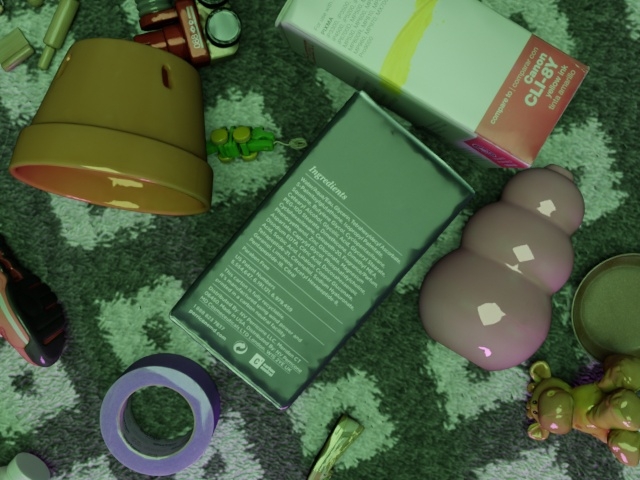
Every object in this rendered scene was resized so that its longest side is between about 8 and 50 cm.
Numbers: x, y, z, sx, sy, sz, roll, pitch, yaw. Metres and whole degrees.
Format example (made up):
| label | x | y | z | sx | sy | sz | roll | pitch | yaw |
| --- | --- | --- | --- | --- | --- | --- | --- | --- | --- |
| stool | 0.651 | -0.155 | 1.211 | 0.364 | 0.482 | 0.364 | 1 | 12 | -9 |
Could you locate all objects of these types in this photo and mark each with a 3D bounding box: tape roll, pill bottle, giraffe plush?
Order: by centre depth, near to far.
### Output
| label | x | y | z | sx | sy | sz | roll | pitch | yaw |
| --- | --- | --- | --- | --- | --- | --- | --- | --- | --- |
| giraffe plush | 0.422 | 0.268 | 1.226 | 0.170 | 0.210 | 0.181 | 4 | 69 | 16 |
| tape roll | -0.267 | 0.291 | 1.269 | 0.189 | 0.080 | 0.189 | 0 | 98 | 1 |
| pill bottle | -0.542 | 0.447 | 1.284 | 0.094 | 0.094 | 0.169 | 41 | 96 | -4 |

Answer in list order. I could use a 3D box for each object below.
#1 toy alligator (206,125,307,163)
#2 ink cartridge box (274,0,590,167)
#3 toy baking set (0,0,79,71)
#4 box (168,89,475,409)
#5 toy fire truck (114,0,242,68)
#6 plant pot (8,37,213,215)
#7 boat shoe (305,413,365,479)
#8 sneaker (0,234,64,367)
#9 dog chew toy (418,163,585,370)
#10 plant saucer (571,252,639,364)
| label | x | y | z | sx | sy | sz | roll | pitch | yaw |
| --- | --- | --- | --- | --- | --- | --- | --- | --- | --- |
| toy alligator | -0.113 | -0.165 | 1.220 | 0.189 | 0.056 | 0.051 | -4 | 54 | 10 |
| ink cartridge box | 0.146 | -0.266 | 1.093 | 0.384 | 0.279 | 0.160 | 30 | 96 | -3 |
| toy baking set | -0.480 | -0.403 | 1.207 | 0.196 | 0.030 | 0.256 | 30 | 97 | -3 |
| box | 0.000 | 0.000 | 1.122 | 0.212 | 0.293 | 0.395 | 40 | 96 | -5 |
| toy fire truck | -0.263 | -0.362 | 1.167 | 0.246 | 0.158 | 0.217 | -17 | 97 | -8 |
| plant pot | -0.291 | -0.167 | 1.127 | 0.290 | 0.291 | 0.204 | 9 | 81 | -1 |
| boat shoe | 0.020 | 0.373 | 1.290 | 0.048 | 0.056 | 0.153 | 29 | 89 | 2 |
| sneaker | -0.548 | 0.092 | 1.246 | 0.136 | 0.116 | 0.314 | -38 | 89 | 15 |
| dog chew toy | 0.296 | 0.033 | 1.179 | 0.206 | 0.206 | 0.332 | 29 | 89 | -3 |
| plant saucer | 0.514 | 0.117 | 1.261 | 0.198 | 0.036 | 0.199 | 0 | 96 | 1 |
